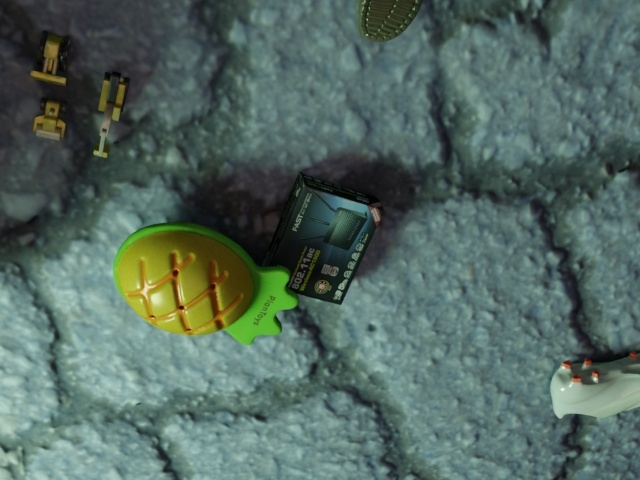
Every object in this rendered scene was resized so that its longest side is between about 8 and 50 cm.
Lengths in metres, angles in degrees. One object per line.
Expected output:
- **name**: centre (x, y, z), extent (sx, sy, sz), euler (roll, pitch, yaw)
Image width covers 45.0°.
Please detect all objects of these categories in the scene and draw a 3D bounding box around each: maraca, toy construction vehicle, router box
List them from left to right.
- **toy construction vehicle**: centre (-0.223, -0.130, 0.705), extent (0.085, 0.035, 0.098), euler (14, 112, -17)
- **maraca**: centre (-0.114, 0.046, 0.773), extent (0.185, 0.099, 0.127), euler (22, 123, -15)
- **router box**: centre (0.000, 0.000, 0.812), extent (0.092, 0.038, 0.122), euler (16, 111, -18)

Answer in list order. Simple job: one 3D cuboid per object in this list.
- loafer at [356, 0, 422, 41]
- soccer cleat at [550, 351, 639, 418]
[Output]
- **loafer**: centre (0.071, -0.252, 0.700), extent (0.056, 0.050, 0.148), euler (13, 128, -13)
- **soccer cleat**: centre (0.384, 0.183, 0.969), extent (0.196, 0.068, 0.076), euler (-3, 121, -2)
